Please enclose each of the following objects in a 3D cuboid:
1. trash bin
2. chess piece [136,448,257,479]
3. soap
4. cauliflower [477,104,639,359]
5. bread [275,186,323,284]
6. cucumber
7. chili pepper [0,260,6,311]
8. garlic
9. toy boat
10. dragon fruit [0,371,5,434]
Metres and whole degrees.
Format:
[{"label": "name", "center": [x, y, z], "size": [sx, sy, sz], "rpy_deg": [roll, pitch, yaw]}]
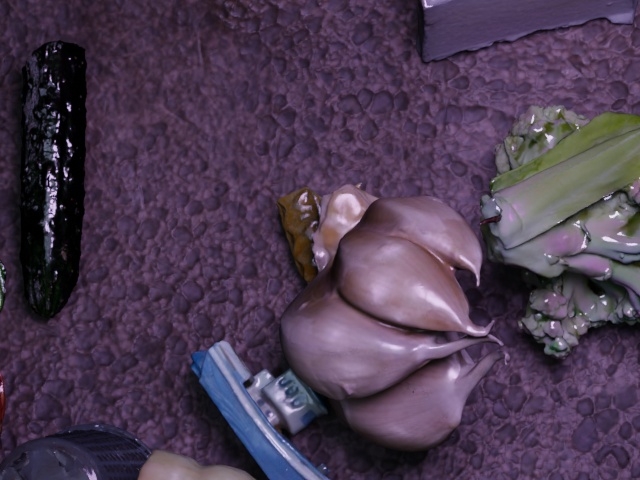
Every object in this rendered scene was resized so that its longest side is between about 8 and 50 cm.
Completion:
[{"label": "trash bin", "center": [-0.259, 0.267, 1.592], "size": [0.175, 0.161, 0.175], "rpy_deg": [-2, 78, 10]}, {"label": "chess piece", "center": [0.024, 0.361, 1.501], "size": [0.442, 0.234, 0.234], "rpy_deg": [13, 81, 5]}, {"label": "soap", "center": [0.192, -0.367, 1.656], "size": [0.258, 0.159, 0.302], "rpy_deg": [-14, 75, 8]}, {"label": "cauliflower", "center": [0.241, -0.017, 1.519], "size": [0.315, 0.239, 0.256], "rpy_deg": [-6, 71, -38]}, {"label": "bread", "center": [0.000, 0.000, 1.657], "size": [0.066, 0.060, 0.110], "rpy_deg": [-13, 74, -25]}, {"label": "cucumber", "center": [-0.292, -0.068, 1.709], "size": [0.072, 0.081, 0.303], "rpy_deg": [3, 77, -20]}, {"label": "chili pepper", "center": [-0.365, 0.057, 1.719], "size": [0.034, 0.030, 0.091], "rpy_deg": [-1, 75, 34]}, {"label": "garlic", "center": [0.079, 0.078, 1.531], "size": [0.237, 0.210, 0.292], "rpy_deg": [-46, 33, 12]}, {"label": "toy boat", "center": [-0.040, 0.180, 1.611], "size": [0.102, 0.088, 0.215], "rpy_deg": [-36, 74, -3]}, {"label": "dragon fruit", "center": [-0.439, 0.177, 1.585], "size": [0.244, 0.244, 0.299], "rpy_deg": [-44, 36, -2]}]
